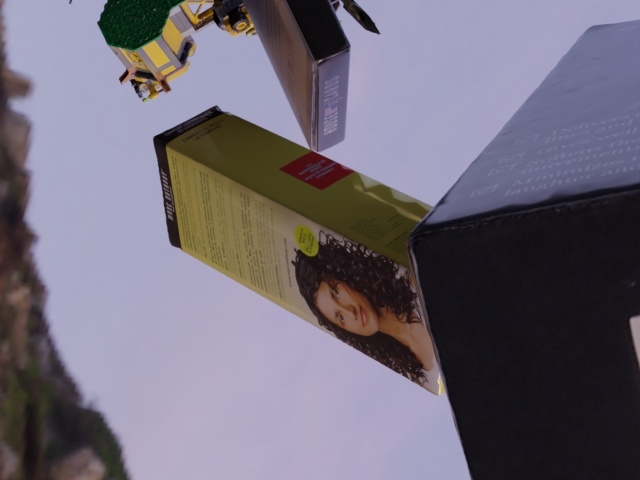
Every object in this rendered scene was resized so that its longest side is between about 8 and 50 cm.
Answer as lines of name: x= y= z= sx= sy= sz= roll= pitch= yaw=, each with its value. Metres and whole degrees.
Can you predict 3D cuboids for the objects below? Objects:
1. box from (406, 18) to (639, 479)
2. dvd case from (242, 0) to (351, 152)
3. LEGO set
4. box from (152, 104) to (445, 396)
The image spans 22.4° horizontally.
box: x=0.249 y=0.008 z=0.752 sx=0.293 sy=0.395 sz=0.212 roll=-10 pitch=-75 yaw=23
dvd case: x=-0.041 y=-0.187 z=1.010 sx=0.179 sy=0.029 sz=0.239 roll=90 pitch=-25 yaw=-77
LEGO set: x=-0.107 y=-0.264 z=1.414 sx=0.255 sy=0.192 sz=0.331 roll=-36 pitch=-117 yaw=-1
box: x=0.000 y=0.000 z=0.951 sx=0.232 sy=0.058 sz=0.087 roll=27 pitch=-44 yaw=39
